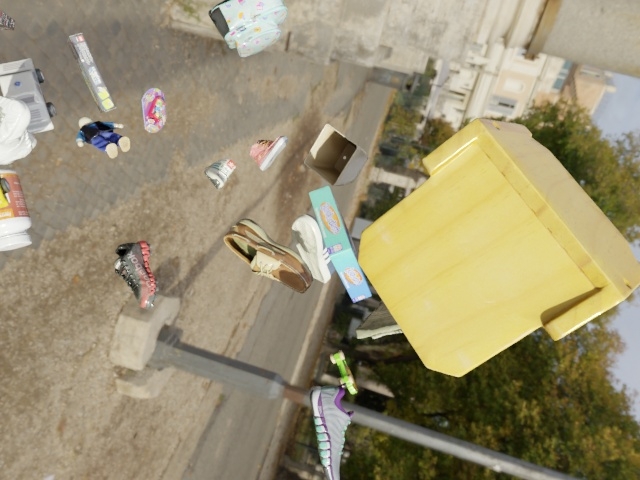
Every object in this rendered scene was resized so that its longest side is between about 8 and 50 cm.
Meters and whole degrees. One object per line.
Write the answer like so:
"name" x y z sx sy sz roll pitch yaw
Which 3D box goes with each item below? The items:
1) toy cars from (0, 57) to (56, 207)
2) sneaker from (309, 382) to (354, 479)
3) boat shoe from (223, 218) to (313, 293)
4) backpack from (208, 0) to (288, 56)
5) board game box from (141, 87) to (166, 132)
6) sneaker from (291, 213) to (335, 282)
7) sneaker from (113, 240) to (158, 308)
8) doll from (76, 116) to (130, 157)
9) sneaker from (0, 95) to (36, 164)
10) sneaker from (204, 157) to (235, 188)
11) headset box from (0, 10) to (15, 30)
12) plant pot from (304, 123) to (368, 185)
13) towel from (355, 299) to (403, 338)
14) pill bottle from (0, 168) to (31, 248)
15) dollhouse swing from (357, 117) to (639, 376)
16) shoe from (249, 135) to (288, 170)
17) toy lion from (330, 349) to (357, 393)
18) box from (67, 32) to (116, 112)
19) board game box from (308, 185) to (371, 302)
"toy cars" -0.713 -0.249 1.151 0.087 0.176 0.394 127 -17 -69
"sneaker" 0.039 0.446 1.204 0.083 0.098 0.224 128 -48 -82
"boat shoe" -0.175 0.064 1.656 0.120 0.324 0.122 -38 158 -45
"backpack" -0.174 -0.579 1.364 0.188 0.144 0.166 -34 -173 2
"board game box" -0.625 -0.497 2.001 0.133 0.033 0.169 -50 149 -55
"sneaker" 0.000 0.000 1.875 0.148 0.131 0.350 -48 150 -24
"sneaker" -0.653 0.118 1.825 0.097 0.135 0.276 -44 -125 36
"doll" -0.575 -0.279 1.371 0.129 0.189 0.046 -39 144 -31
"sneaker" -0.611 -0.214 1.024 0.115 0.232 0.090 -15 86 -53
"sneaker" -0.272 -0.193 1.431 0.075 0.057 0.161 -36 -158 1
"headset box" -0.906 -0.617 1.447 0.083 0.062 0.032 18 77 -86
"plant pot" 0.048 -0.194 1.233 0.096 0.109 0.109 6 121 -56
"towel" 0.278 0.136 1.236 0.312 0.324 0.056 -38 106 -49
"pill bottle" -0.903 -0.085 1.486 0.121 0.121 0.216 -8 81 -82
"dollhouse swing" 0.303 0.021 0.920 0.315 0.347 0.305 -10 151 -49
"shoe" -0.178 -0.309 1.731 0.063 0.081 0.178 -43 -179 -39
"toy lion" 0.064 0.332 1.300 0.096 0.034 0.100 53 14 -62
"box" -0.640 -0.464 1.458 0.114 0.036 0.207 21 -45 60
"board game box" 0.043 0.012 1.070 0.210 0.047 0.160 61 10 -56
